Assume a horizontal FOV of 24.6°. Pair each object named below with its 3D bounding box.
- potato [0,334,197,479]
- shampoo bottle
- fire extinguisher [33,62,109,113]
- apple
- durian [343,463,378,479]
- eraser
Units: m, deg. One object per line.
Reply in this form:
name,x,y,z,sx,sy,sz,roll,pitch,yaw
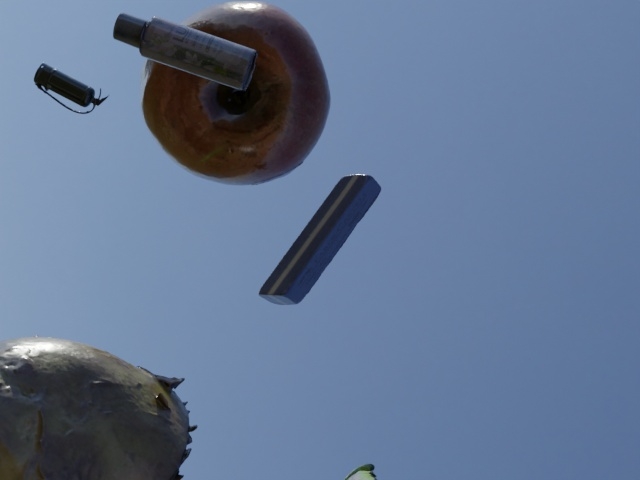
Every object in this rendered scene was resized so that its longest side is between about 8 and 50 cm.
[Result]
potato,-0.323,0.213,1.682,0.237,0.301,0.288,52,7,-24
shampoo bottle,-0.204,-0.288,2.203,0.072,0.214,0.072,19,90,-89
fire extinguisher,-0.280,-0.166,1.642,0.038,0.083,0.025,-64,178,12
apple,-0.150,-0.254,2.615,0.305,0.339,0.338,-176,-111,-86
durian,0.068,0.500,2.638,0.375,0.132,0.106,-75,175,-63
eraser,0.000,0.000,2.046,0.036,0.225,0.082,35,-3,19
